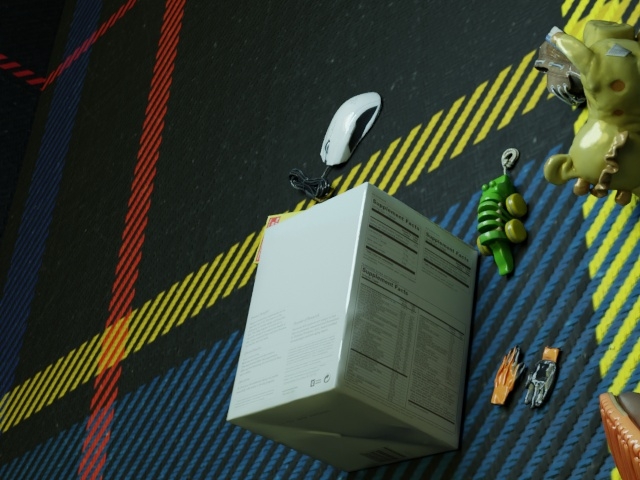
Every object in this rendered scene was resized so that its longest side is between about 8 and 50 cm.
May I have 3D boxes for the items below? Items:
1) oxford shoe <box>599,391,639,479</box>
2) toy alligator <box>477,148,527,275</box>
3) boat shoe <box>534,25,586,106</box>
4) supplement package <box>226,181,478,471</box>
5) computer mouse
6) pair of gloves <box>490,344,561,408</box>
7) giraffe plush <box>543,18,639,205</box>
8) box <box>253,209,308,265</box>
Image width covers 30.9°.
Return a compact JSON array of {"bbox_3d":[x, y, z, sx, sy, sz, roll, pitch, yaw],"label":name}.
[{"bbox_3d":[0.354,0.220,0.969,0.132,0.130,0.364,-25,26,-6],"label":"oxford shoe"},{"bbox_3d":[0.215,-0.046,1.410,0.056,0.051,0.190,-27,44,41],"label":"toy alligator"},{"bbox_3d":[0.311,-0.197,1.396,0.066,0.066,0.183,-55,22,17],"label":"boat shoe"},{"bbox_3d":[0.044,0.110,1.385,0.199,0.198,0.263,-23,47,45],"label":"supplement package"},{"bbox_3d":[0.023,-0.153,1.780,0.193,0.042,0.106,-57,31,4],"label":"computer mouse"},{"bbox_3d":[0.226,0.150,1.274,0.083,0.010,0.074,-3,61,51],"label":"pair of gloves"},{"bbox_3d":[0.328,-0.129,1.231,0.181,0.210,0.171,22,117,34],"label":"giraffe plush"},{"bbox_3d":[0.000,0.000,1.671,0.232,0.058,0.087,-6,60,53],"label":"box"}]
